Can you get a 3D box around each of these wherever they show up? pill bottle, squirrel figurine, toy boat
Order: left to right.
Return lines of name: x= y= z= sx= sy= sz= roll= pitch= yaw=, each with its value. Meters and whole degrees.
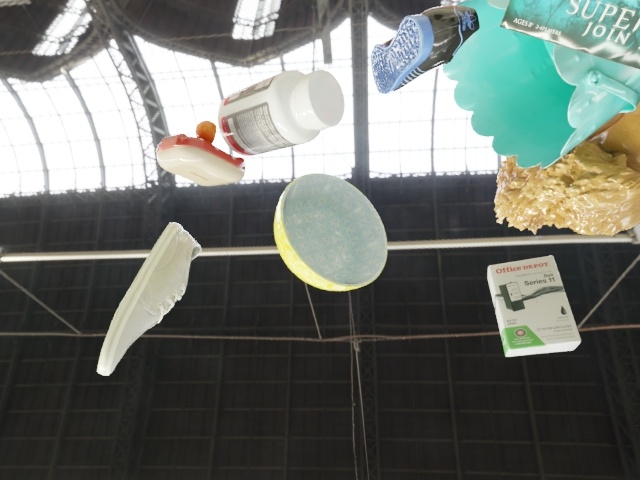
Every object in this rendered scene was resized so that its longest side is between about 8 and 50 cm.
toy boat: x=-0.289 y=-0.230 z=1.083 sx=0.151 sy=0.231 sz=0.151 roll=-2 pitch=-103 yaw=30
pill bottle: x=-0.101 y=-0.322 z=1.082 sx=0.318 sy=0.176 sz=0.176 roll=-1 pitch=-133 yaw=42
squirrel figurine: x=0.506 y=-0.188 z=0.821 sx=0.397 sy=0.281 sz=0.370 roll=-34 pitch=-140 yaw=-3

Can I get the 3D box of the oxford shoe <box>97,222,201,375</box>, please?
oxford shoe: x=-0.437 y=0.144 z=1.130 sx=0.130 sy=0.169 sz=0.449 roll=30 pitch=-131 yaw=-16

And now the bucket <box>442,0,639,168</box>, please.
bucket: x=0.328 y=-0.263 z=0.620 sx=0.183 sy=0.281 sz=0.281 roll=-32 pitch=-125 yaw=0

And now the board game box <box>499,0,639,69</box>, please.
board game box: x=0.208 y=-0.150 z=0.220 sx=0.186 sy=0.126 sz=0.026 roll=29 pitch=-132 yaw=20

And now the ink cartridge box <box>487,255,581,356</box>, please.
ink cartridge box: x=0.490 y=0.153 z=1.005 sx=0.153 sy=0.087 sz=0.209 roll=-11 pitch=-119 yaw=15

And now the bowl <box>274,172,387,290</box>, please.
bowl: x=0.000 y=0.000 z=1.024 sx=0.289 sy=0.156 sz=0.290 roll=16 pitch=-122 yaw=-28

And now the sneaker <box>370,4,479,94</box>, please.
sneaker: x=0.142 y=-0.274 z=0.630 sx=0.090 sy=0.081 sz=0.232 roll=-16 pitch=-168 yaw=-7
